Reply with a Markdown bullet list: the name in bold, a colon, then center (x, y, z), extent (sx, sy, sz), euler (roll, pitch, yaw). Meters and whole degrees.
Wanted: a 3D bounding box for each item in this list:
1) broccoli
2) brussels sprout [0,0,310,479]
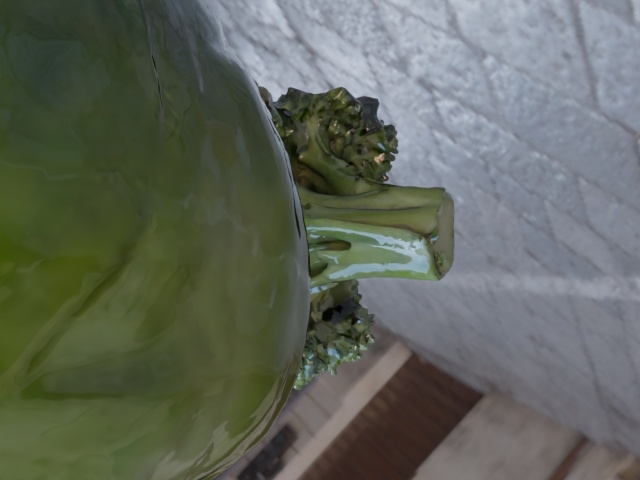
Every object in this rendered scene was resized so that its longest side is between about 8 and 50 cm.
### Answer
- **broccoli**: center (-0.011, 0.011, 1.057), extent (0.302, 0.375, 0.249), euler (18, 138, 14)
- **brussels sprout**: center (-0.205, -0.029, 0.473), extent (0.426, 0.342, 0.361), euler (13, 152, -24)
